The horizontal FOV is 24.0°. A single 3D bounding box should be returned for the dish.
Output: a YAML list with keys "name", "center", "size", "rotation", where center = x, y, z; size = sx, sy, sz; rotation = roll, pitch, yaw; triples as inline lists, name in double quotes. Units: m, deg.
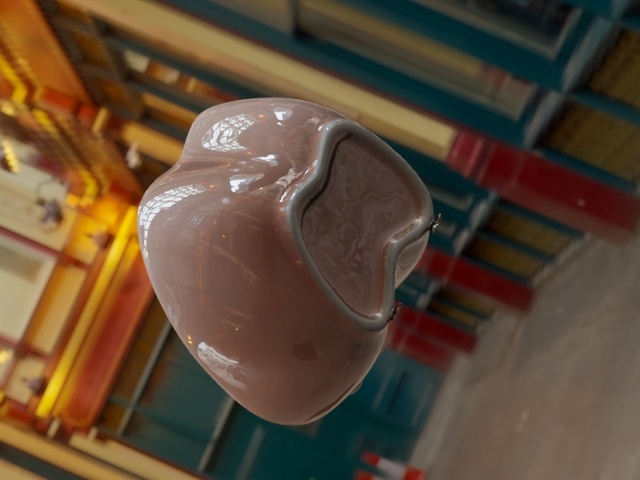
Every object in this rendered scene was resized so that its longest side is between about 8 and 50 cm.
- name: "dish"
  center: [0.000, 0.000, 0.926]
  size: [0.090, 0.213, 0.213]
  rotation: [-25, 29, 41]
